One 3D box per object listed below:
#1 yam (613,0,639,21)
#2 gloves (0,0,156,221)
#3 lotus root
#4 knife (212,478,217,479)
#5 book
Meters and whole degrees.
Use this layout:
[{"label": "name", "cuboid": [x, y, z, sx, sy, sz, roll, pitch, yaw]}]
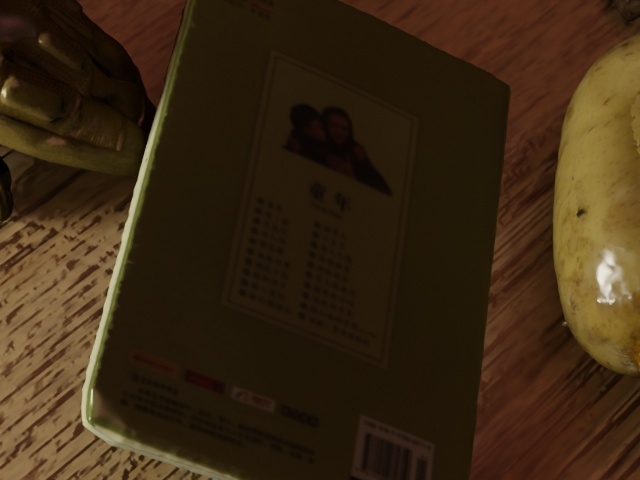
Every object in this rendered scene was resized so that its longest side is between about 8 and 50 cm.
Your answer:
[{"label": "yam", "cuboid": [0.216, -0.262, 1.292, 0.057, 0.057, 0.241, -2, 56, -12]}, {"label": "gloves", "cuboid": [-0.233, -0.135, 1.065, 0.331, 0.141, 0.154, 29, 55, 9]}, {"label": "lotus root", "cuboid": [0.225, -0.012, 1.075, 0.160, 0.146, 0.284, -2, 48, 11]}, {"label": "knife", "cuboid": [-0.059, 0.112, 1.013, 0.028, 0.015, 0.210, -6, 58, -8]}, {"label": "book", "cuboid": [0.000, 0.000, 1.050, 0.239, 0.035, 0.352, 22, 54, -18]}]
